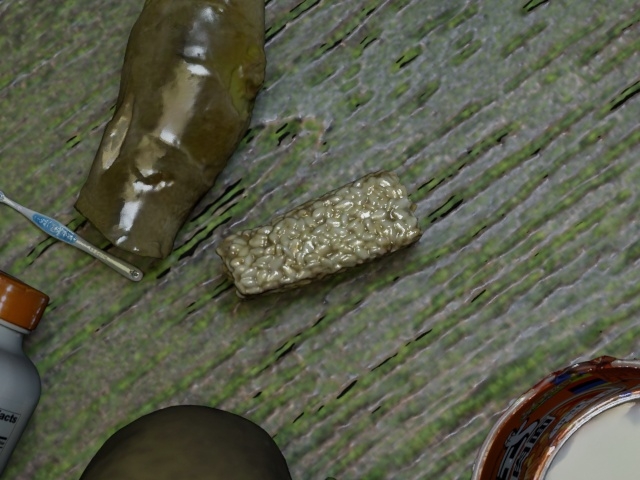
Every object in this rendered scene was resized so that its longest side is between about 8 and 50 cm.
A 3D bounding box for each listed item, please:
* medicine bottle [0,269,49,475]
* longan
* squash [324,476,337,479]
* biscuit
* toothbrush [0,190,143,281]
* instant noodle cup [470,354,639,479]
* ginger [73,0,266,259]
[{"bbox_3d":[-0.321,0.151,1.010,0.157,0.157,0.288,25,84,6],"label":"medicine bottle"},{"bbox_3d":[-0.101,0.231,0.974,0.198,0.198,0.212,-10,81,2],"label":"longan"},{"bbox_3d":[0.058,0.325,0.949,0.260,0.189,0.189,36,85,5],"label":"squash"},{"bbox_3d":[0.000,0.000,1.050,0.168,0.082,0.070,-22,79,1],"label":"biscuit"},{"bbox_3d":[-0.222,-0.008,1.100,0.162,0.017,0.014,29,89,3],"label":"toothbrush"},{"bbox_3d":[0.240,0.205,0.952,0.250,0.192,0.250,0,82,3],"label":"instant noodle cup"},{"bbox_3d":[-0.115,-0.113,1.061,0.116,0.109,0.263,23,84,-21],"label":"ginger"}]
